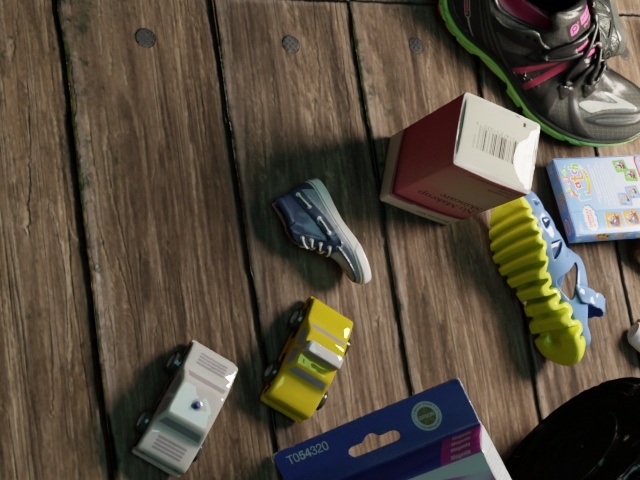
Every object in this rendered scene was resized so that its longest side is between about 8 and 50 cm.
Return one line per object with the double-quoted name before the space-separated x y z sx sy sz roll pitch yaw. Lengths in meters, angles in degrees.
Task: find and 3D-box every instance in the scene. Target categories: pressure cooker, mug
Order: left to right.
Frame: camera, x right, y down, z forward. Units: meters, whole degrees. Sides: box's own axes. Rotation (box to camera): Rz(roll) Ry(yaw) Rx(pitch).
"mug" 0.603 0.182 1.765 0.064 0.078 0.062 33 98 -6
"pressure cooker" 0.510 0.474 1.467 0.420 0.370 0.375 46 67 -5

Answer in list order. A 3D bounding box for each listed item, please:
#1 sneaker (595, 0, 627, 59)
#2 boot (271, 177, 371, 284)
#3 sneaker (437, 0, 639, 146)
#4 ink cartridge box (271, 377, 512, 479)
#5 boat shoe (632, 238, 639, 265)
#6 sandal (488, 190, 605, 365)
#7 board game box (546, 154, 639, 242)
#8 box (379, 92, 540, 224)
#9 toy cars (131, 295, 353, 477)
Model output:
"sneaker" 0.503 -0.452 1.841 0.130 0.087 0.227 -24 94 -35
"boot" 0.000 0.000 1.508 0.086 0.069 0.190 -28 83 -21
"sneaker" 0.426 -0.340 1.712 0.483 0.202 0.185 35 66 -14
"ink cartridge box" 0.123 0.405 1.343 0.330 0.324 0.071 62 21 -2
"boat shoe" 0.751 0.039 1.826 0.324 0.120 0.122 20 70 -21
"sandal" 0.402 0.052 1.662 0.138 0.126 0.317 -27 99 -32
"board game box" 0.539 -0.079 1.758 0.211 0.039 0.160 -3 66 -16
"box" 0.221 -0.125 1.543 0.149 0.232 0.127 19 71 -21
"toy cars" -0.096 0.205 1.393 0.394 0.087 0.176 -19 86 -28
